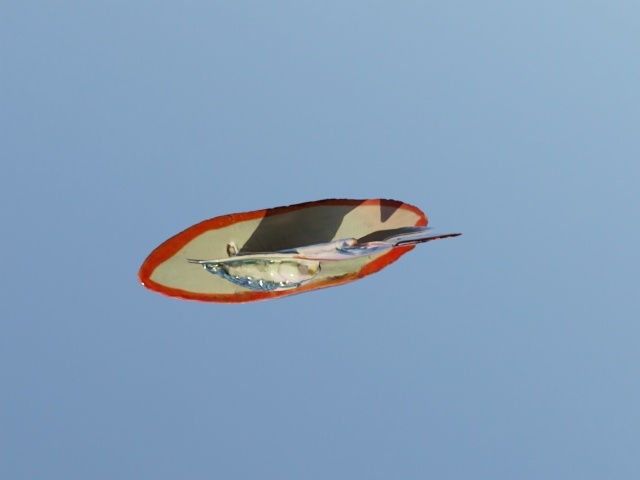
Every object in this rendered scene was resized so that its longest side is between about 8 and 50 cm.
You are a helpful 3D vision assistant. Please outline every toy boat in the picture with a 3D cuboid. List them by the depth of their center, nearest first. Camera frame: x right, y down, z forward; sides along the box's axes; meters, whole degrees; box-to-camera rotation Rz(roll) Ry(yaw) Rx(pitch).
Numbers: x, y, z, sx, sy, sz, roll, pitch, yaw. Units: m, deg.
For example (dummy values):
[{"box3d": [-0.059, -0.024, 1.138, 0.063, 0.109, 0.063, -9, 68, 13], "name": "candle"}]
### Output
[{"box3d": [0.014, -0.002, 0.982, 0.219, 0.318, 0.072, -11, -92, -41], "name": "toy boat"}]
